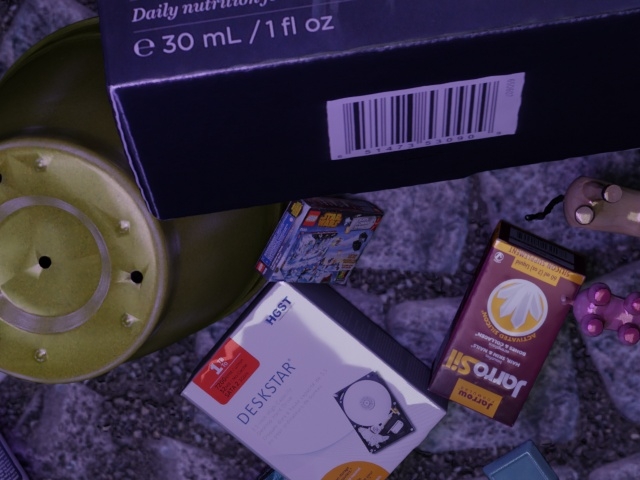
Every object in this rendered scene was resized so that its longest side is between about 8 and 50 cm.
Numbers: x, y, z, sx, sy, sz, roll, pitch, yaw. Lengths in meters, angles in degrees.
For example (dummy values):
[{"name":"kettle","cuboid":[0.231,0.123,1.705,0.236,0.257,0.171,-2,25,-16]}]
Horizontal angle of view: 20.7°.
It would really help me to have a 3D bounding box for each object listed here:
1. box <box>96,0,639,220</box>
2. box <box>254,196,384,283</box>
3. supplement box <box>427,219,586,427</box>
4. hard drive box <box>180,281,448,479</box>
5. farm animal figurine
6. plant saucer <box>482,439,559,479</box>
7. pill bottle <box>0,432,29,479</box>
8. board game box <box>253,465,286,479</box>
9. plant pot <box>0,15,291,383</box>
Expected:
[{"name":"box","cuboid":[0.041,-0.313,1.527,0.480,0.297,0.472,-9,69,-1]},{"name":"box","cuboid":[0.000,0.000,1.846,0.027,0.137,0.094,41,110,31]},{"name":"supplement box","cuboid":[0.198,0.088,1.863,0.104,0.081,0.188,23,108,2]},{"name":"hard drive box","cuboid":[-0.004,0.164,1.910,0.232,0.089,0.181,39,107,-4]},{"name":"farm animal figurine","cuboid":[0.412,0.051,1.786,0.327,0.172,0.330,-23,93,2]},{"name":"plant saucer","cuboid":[0.260,0.316,1.950,0.067,0.018,0.192,-34,99,16]},{"name":"pill bottle","cuboid":[-0.395,0.271,1.993,0.108,0.108,0.180,-27,99,15]},{"name":"board game box","cuboid":[-0.032,0.354,1.955,0.126,0.026,0.186,-42,104,-22]},{"name":"plant pot","cuboid":[-0.228,-0.024,1.759,0.366,0.353,0.366,2,105,8]}]
